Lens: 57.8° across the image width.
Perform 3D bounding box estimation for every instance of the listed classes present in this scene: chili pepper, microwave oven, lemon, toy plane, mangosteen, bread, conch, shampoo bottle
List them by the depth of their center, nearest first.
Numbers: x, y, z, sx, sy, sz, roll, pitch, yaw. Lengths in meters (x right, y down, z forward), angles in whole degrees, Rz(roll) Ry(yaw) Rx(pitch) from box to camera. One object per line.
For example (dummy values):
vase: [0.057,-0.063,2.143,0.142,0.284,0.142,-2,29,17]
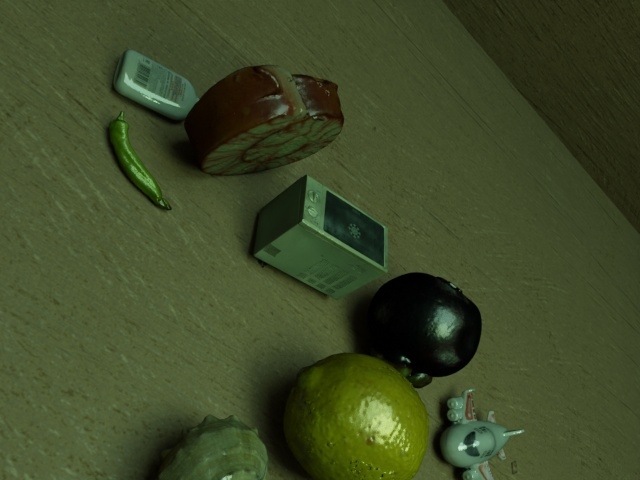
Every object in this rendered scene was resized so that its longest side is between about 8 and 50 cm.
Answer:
conch: [-0.156,0.436,0.894,0.263,0.186,0.324,56,16,-25]
chili pepper: [-0.351,-0.142,1.095,0.208,0.043,0.049,65,18,-5]
lemon: [0.063,0.342,1.096,0.310,0.258,0.258,42,47,-25]
bread: [-0.112,-0.233,1.175,0.328,0.295,0.114,-11,78,-52]
shampoo bottle: [-0.311,-0.303,1.197,0.221,0.051,0.108,23,55,-35]
microwave oven: [0.000,0.000,1.251,0.240,0.194,0.145,30,48,-30]
mangosteen: [0.218,0.225,1.334,0.275,0.275,0.302,31,88,-30]
toy plane: [0.393,0.498,1.439,0.252,0.118,0.252,19,58,-33]
